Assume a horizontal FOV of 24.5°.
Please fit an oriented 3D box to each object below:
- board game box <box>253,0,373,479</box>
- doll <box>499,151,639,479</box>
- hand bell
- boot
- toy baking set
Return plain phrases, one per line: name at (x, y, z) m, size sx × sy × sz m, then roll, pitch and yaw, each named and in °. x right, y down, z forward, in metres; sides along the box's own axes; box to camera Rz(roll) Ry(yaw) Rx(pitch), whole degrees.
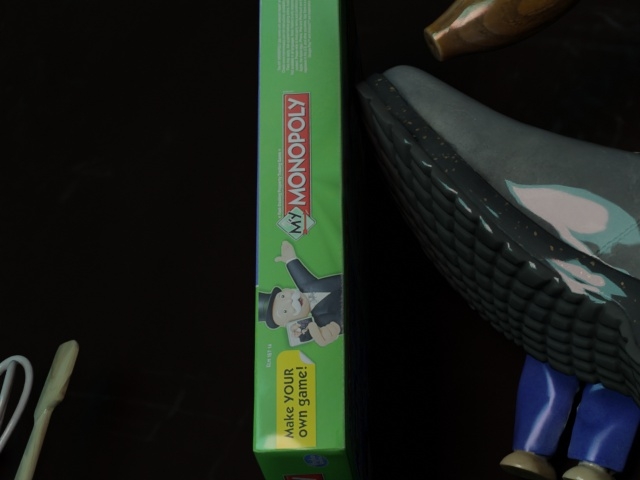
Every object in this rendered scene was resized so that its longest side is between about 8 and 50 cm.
board game box at (0.000, 0.000, 0.819) m, size 0.046 × 0.213 × 0.317 m, roll -3°, pitch 63°, yaw 6°
doll at (0.146, 0.038, 0.794) m, size 0.129 × 0.046 × 0.189 m, roll 9°, pitch 73°, yaw 35°
hand bell at (0.163, -0.156, 0.771) m, size 0.242 × 0.126 × 0.126 m, roll -28°, pitch 50°, yaw -5°
boot at (0.191, -0.026, 0.733) m, size 0.223 × 0.118 × 0.338 m, roll -40°, pitch 58°, yaw -13°
toy baking set at (-0.241, 0.179, 0.974) m, size 0.256 × 0.030 × 0.197 m, roll -46°, pitch 31°, yaw 31°
